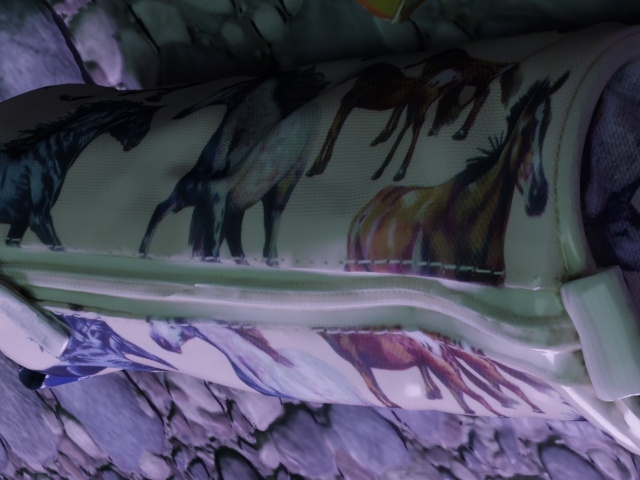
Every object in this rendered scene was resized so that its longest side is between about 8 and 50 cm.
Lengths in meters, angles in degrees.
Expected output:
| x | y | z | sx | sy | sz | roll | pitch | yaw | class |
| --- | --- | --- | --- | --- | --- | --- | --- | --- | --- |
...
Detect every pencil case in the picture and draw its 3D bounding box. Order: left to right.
| x | y | z | sx | sy | sz | roll | pitch | yaw | class |
| --- | --- | --- | --- | --- | --- | --- | --- | --- | --- |
| 0.000 | 0.000 | 0.655 | 0.410 | 0.183 | 0.159 | 1 | 121 | 44 | pencil case |

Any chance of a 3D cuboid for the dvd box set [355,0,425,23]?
| x | y | z | sx | sy | sz | roll | pitch | yaw | class |
| --- | --- | --- | --- | --- | --- | --- | --- | --- | --- |
| -0.007 | -0.313 | 0.495 | 0.308 | 0.062 | 0.420 | 41 | 142 | 12 | dvd box set |
